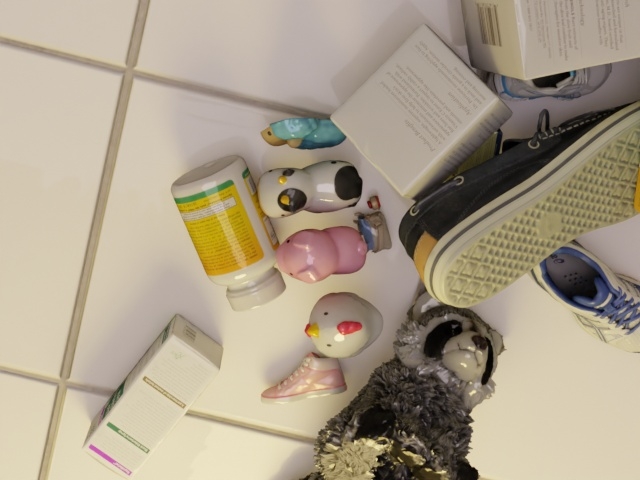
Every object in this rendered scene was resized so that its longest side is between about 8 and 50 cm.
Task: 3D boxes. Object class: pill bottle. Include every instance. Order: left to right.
[{"bbox_3d":[-0.127,-0.008,1.931,0.117,0.117,0.208,-21,105,6],"label":"pill bottle"}]

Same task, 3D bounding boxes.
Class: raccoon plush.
[{"bbox_3d":[0.084,0.251,2.015,0.446,0.299,0.216,-20,125,38],"label":"raccoon plush"}]

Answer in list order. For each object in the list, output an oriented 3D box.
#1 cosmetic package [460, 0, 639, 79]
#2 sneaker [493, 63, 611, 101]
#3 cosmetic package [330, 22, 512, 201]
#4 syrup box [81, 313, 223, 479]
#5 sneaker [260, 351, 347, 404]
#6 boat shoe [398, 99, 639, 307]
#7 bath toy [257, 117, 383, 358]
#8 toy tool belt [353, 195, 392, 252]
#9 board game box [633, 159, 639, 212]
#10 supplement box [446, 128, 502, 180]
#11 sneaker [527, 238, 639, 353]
[{"bbox_3d":[0.390,-0.323,1.758,0.365,0.197,0.155,-14,105,-13],"label":"cosmetic package"},{"bbox_3d":[0.342,-0.229,1.856,0.190,0.083,0.071,-13,97,-28],"label":"sneaker"},{"bbox_3d":[0.141,-0.171,1.819,0.183,0.151,0.151,-44,78,10],"label":"cosmetic package"},{"bbox_3d":[-0.255,0.239,2.014,0.096,0.093,0.237,37,103,-10],"label":"syrup box"},{"bbox_3d":[-0.030,0.208,2.031,0.134,0.051,0.070,-11,98,5],"label":"sneaker"},{"bbox_3d":[0.324,-0.085,1.852,0.500,0.156,0.187,-30,133,-16],"label":"boat shoe"},{"bbox_3d":[0.000,0.000,1.885,0.151,0.129,0.348,-11,90,1],"label":"bath toy"},{"bbox_3d":[0.071,-0.020,1.962,0.051,0.052,0.083,-18,105,-4],"label":"toy tool belt"},{"bbox_3d":[0.590,-0.165,1.817,0.316,0.064,0.242,-15,127,-20],"label":"board game box"},{"bbox_3d":[0.214,-0.128,1.927,0.083,0.056,0.083,7,106,-2],"label":"supplement box"},{"bbox_3d":[0.409,0.090,1.954,0.296,0.131,0.112,33,102,-10],"label":"sneaker"}]
